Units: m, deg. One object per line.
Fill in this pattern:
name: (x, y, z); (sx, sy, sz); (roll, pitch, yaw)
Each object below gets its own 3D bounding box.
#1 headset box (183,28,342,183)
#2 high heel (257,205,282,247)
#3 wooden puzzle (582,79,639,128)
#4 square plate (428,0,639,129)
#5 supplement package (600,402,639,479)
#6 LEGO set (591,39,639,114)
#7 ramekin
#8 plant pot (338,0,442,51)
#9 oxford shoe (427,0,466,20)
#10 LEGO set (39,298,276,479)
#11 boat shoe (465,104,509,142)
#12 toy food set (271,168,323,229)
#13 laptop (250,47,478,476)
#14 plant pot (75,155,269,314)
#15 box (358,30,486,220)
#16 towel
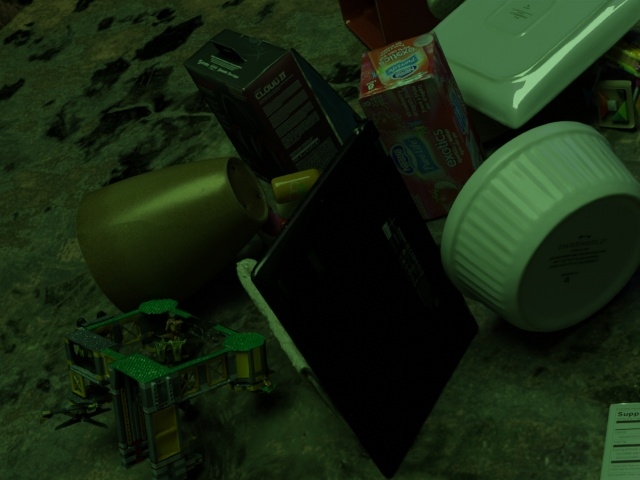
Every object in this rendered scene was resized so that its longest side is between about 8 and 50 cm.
headset box: (-0.097, -0.227, 1.932); (0.110, 0.293, 0.218); (-42, 38, -15)
high heel: (-0.042, -0.030, 1.833); (0.117, 0.082, 0.244); (-39, 39, -4)
wooden puzzle: (0.448, -0.207, 1.707); (0.014, 0.079, 0.116); (-19, 12, -34)
square plate: (0.328, -0.351, 1.798); (0.344, 0.049, 0.347); (-42, 37, -6)
supplement package: (0.356, 0.297, 1.117); (0.133, 0.139, 0.244); (-7, 41, 29)
LEGO set: (0.476, -0.277, 1.780); (0.132, 0.107, 0.287); (3, 29, -13)
ramekin: (0.297, -0.004, 1.425); (0.273, 0.273, 0.127); (-35, 48, -5)
plant pot: (0.167, -0.532, 2.161); (0.235, 0.267, 0.267); (-22, 35, -9)
oxford shoe: (0.380, -0.539, 2.056); (0.449, 0.169, 0.130); (-30, 72, -8)
LEGO set: (-0.227, 0.229, 1.633); (0.331, 0.192, 0.255); (12, 24, 39)
boat shoe: (0.302, -0.266, 1.868); (0.285, 0.103, 0.092); (-48, 26, -17)
toy food set: (0.000, 0.000, 1.679); (0.104, 0.232, 0.111); (-14, 16, -3)
laptop: (0.026, 0.017, 1.478); (0.236, 0.382, 0.408); (6, 50, 41)
plant pot: (-0.217, -0.025, 1.796); (0.254, 0.237, 0.237); (-26, 35, 21)
box: (0.160, -0.171, 1.711); (0.122, 0.257, 0.128); (-15, 39, 19)
towel: (-0.017, 0.144, 1.524); (0.049, 0.187, 0.282); (-37, 37, -2)
